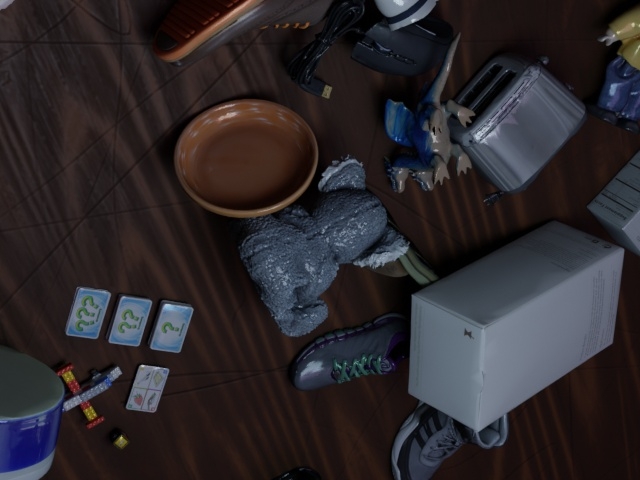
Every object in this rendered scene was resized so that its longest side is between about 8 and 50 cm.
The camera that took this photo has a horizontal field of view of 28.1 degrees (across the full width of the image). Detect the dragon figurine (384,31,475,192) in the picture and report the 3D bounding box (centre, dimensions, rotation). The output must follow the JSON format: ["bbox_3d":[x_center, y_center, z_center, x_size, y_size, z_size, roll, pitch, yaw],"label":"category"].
[{"bbox_3d":[0.150,-0.176,1.890,0.085,0.144,0.289,-27,128,-27],"label":"dragon figurine"}]

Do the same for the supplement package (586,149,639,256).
[{"bbox_3d":[0.567,-0.074,2.188,0.179,0.105,0.105,-47,126,-1],"label":"supplement package"}]

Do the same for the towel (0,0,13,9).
[{"bbox_3d":[-0.556,-0.342,1.495,0.317,0.053,0.332,-37,124,-7],"label":"towel"}]

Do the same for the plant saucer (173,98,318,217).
[{"bbox_3d":[-0.102,-0.109,1.773,0.200,0.200,0.037,-27,150,-15],"label":"plant saucer"}]

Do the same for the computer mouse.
[{"bbox_3d":[0.078,-0.254,1.844,0.262,0.060,0.184,6,138,-48],"label":"computer mouse"}]

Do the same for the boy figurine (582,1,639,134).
[{"bbox_3d":[0.519,-0.319,2.058,0.177,0.092,0.285,14,105,-32],"label":"boy figurine"}]

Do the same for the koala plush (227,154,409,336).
[{"bbox_3d":[0.000,0.000,1.810,0.221,0.196,0.203,-27,166,-1],"label":"koala plush"}]

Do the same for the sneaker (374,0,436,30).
[{"bbox_3d":[0.133,-0.388,1.769,0.095,0.090,0.235,51,40,-21],"label":"sneaker"}]

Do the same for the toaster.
[{"bbox_3d":[0.289,-0.181,1.980,0.227,0.129,0.146,-48,121,2],"label":"toaster"}]

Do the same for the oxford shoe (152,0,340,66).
[{"bbox_3d":[-0.057,-0.325,1.728,0.364,0.130,0.132,-35,130,-10],"label":"oxford shoe"}]

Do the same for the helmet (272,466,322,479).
[{"bbox_3d":[-0.018,0.470,2.094,0.169,0.169,0.161,-23,105,-17],"label":"helmet"}]

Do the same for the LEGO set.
[{"bbox_3d":[-0.301,0.198,1.882,0.183,0.060,0.244,12,107,-28],"label":"LEGO set"}]

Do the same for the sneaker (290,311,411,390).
[{"bbox_3d":[0.063,0.187,2.043,0.224,0.098,0.083,-26,122,-16],"label":"sneaker"}]

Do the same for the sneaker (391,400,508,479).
[{"bbox_3d":[0.222,0.331,2.162,0.101,0.153,0.268,20,102,-33],"label":"sneaker"}]

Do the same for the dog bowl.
[{"bbox_3d":[-0.472,0.222,1.671,0.265,0.265,0.104,6,106,-30],"label":"dog bowl"}]

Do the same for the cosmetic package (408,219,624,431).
[{"bbox_3d":[0.317,0.128,2.053,0.366,0.155,0.196,-22,126,-38],"label":"cosmetic package"}]

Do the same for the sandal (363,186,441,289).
[{"bbox_3d":[0.093,0.013,1.974,0.086,0.120,0.303,-37,126,8],"label":"sandal"}]
